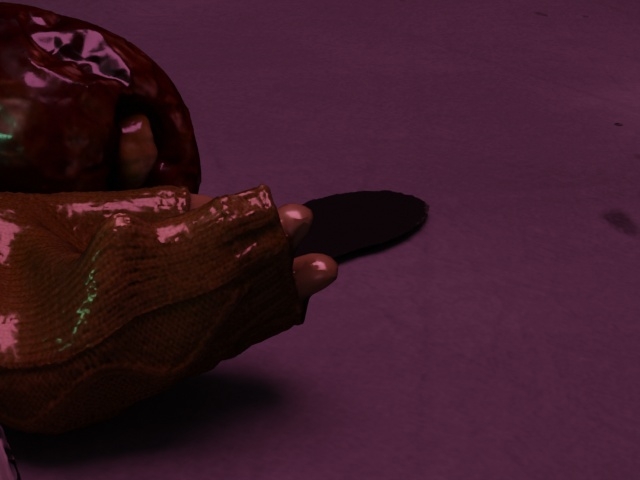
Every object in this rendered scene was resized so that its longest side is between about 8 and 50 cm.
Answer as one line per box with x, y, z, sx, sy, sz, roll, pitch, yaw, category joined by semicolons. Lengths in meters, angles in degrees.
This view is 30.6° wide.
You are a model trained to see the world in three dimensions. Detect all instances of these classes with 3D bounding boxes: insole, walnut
0.000;0.000;1.102;0.110;0.012;0.309;22;30;27;insole
-0.251;-0.071;0.999;0.269;0.244;0.222;17;-12;34;walnut

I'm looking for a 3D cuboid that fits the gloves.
-0.164;0.042;0.811;0.356;0.155;0.203;-10;20;0;gloves

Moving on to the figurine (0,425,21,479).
-0.251;0.140;0.648;0.154;0.132;0.132;-20;34;-21;figurine
